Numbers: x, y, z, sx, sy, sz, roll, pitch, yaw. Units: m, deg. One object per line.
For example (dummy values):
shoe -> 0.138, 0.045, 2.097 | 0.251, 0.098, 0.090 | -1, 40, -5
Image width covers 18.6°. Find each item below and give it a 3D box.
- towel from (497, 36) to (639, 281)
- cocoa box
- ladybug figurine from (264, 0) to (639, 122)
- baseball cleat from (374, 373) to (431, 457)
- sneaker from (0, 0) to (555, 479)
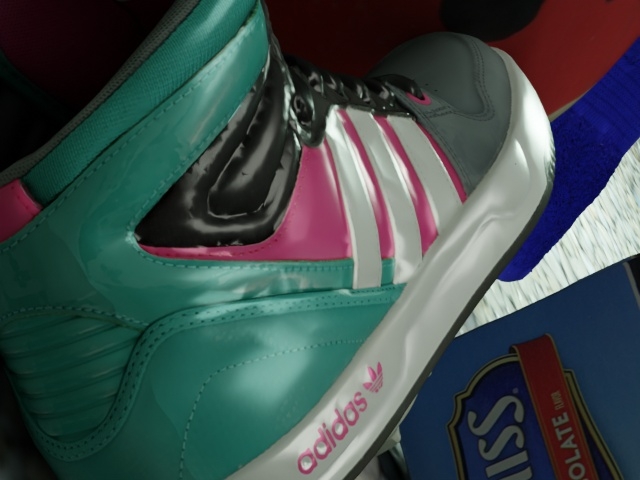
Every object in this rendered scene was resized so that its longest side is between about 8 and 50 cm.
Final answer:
towel -> 0.168, -0.109, 1.102 | 0.076, 0.308, 0.227 | 43, 9, 19
cocoa box -> 0.218, 0.167, 0.922 | 0.347, 0.228, 0.231 | 40, 30, -55
ladybug figurine -> 0.090, -0.192, 0.788 | 0.305, 0.449, 0.162 | -32, 68, -35
baseball cleat -> 0.000, 0.000, 0.805 | 0.109, 0.072, 0.206 | 48, 16, -24
sneaker -> -0.029, -0.044, 0.631 | 0.178, 0.123, 0.295 | 61, 32, -17
